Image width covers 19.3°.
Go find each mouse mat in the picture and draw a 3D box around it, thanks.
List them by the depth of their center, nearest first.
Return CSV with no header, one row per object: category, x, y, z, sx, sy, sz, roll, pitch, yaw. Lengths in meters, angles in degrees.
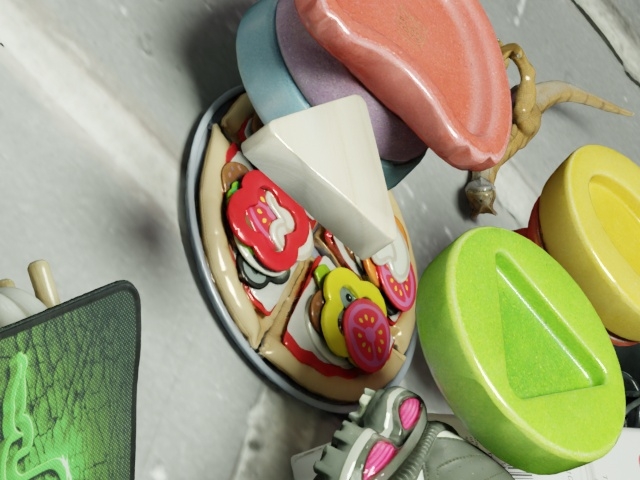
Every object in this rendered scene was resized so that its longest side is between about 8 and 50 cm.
mouse mat,-0.125,0.121,0.787,0.153,0.007,0.189,-25,125,-52

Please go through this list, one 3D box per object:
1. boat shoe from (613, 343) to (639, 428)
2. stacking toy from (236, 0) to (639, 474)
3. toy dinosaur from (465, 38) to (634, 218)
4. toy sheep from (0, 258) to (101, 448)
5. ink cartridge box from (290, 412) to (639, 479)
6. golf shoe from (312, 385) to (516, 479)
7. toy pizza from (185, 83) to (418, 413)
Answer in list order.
boat shoe,0.249,0.125,1.262,0.340,0.127,0.113,69,22,-14
stacking toy,0.051,-0.002,1.025,0.309,0.130,0.279,47,35,-11
toy dinosaur,0.135,-0.090,1.301,0.211,0.064,0.112,-43,125,-44
toy sheep,-0.140,0.059,0.824,0.132,0.091,0.091,-15,83,-37
ink cartridge box,0.108,0.194,1.059,0.237,0.100,0.172,10,64,-49
golf shoe,0.015,0.181,0.845,0.120,0.105,0.273,31,49,9
toy pizza,0.000,0.000,1.083,0.201,0.032,0.201,29,50,-41
